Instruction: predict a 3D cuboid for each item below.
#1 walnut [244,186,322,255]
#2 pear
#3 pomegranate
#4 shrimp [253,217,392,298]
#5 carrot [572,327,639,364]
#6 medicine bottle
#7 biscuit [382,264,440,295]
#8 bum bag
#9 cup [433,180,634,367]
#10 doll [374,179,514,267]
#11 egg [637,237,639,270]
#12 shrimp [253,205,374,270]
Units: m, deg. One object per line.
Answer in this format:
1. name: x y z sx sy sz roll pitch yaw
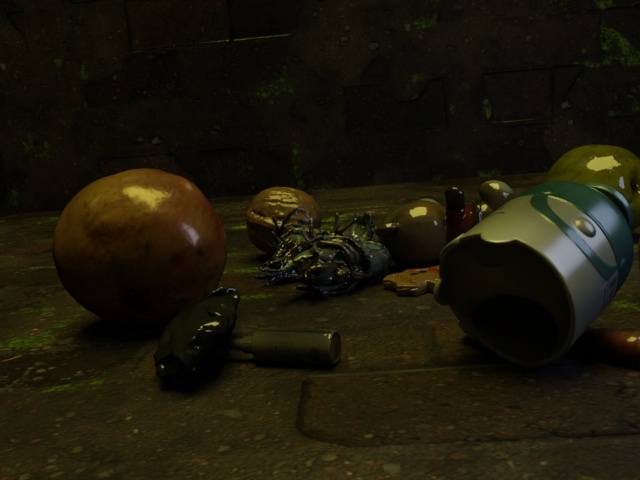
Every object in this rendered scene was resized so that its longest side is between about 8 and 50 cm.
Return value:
1. walnut: -0.105 -0.052 1.963 0.213 0.213 0.213 -5 10 1
2. pear: 0.712 -0.123 1.852 0.253 0.252 0.307 -8 1 -17
3. pomegranate: -0.351 0.003 1.423 0.338 0.338 0.338 -5 10 1
4. shrimp: 0.020 0.032 1.531 0.137 0.171 0.372 10 11 38
5. carrot: 0.398 0.149 1.072 0.048 0.048 0.216 -11 8 -31
6. medicine bottle: -0.068 0.168 1.141 0.199 0.057 0.058 -2 11 22
7. biscuit: 0.251 0.077 1.541 0.226 0.036 0.166 -8 10 -19
8. bum bag: -0.204 0.155 1.180 0.142 0.079 0.326 -32 9 4
9. cup: 0.321 0.055 1.094 0.258 0.219 0.289 -32 -16 -35
10. doll: 0.300 -0.021 1.669 0.330 0.174 0.235 -10 -18 18
11. egg: 0.647 0.024 1.219 0.195 0.194 0.233 1 9 31
12. shrimp: -0.002 0.004 1.766 0.221 0.165 0.411 1 0 41
